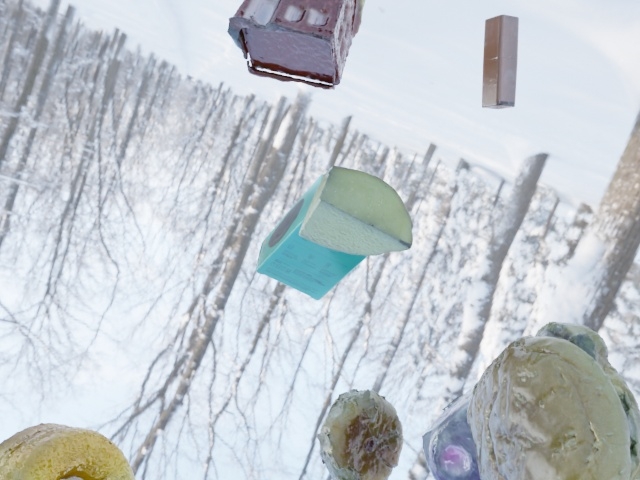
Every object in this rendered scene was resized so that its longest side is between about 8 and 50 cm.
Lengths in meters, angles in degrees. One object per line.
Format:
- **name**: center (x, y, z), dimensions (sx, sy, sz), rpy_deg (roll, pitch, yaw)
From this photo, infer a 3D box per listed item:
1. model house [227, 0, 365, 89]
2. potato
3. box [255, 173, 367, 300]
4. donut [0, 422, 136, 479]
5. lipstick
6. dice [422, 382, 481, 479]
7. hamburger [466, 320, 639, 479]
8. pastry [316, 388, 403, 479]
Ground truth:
- **model house**: center (-0.028, -0.431, 1.091), dimensions (0.196, 0.254, 0.160), rpy_deg (14, 157, 13)
- **potato**: center (0.055, -0.033, 0.863), dimensions (0.149, 0.081, 0.120), rpy_deg (28, 152, -7)
- **box**: center (0.000, 0.000, 1.493), dimensions (0.205, 0.311, 0.118), rpy_deg (25, -137, -22)
- **donut**: center (-0.425, 0.450, 0.980), dimensions (0.110, 0.303, 0.303), rpy_deg (-22, 163, 32)
- **lipstick**: center (0.300, -0.296, 0.984), dimensions (0.045, 0.145, 0.045), rpy_deg (-3, -173, -27)
- **dice**: center (0.404, 0.438, 1.262), dimensions (0.271, 0.270, 0.270), rpy_deg (50, -157, 16)
- **hamburger**: center (0.292, 0.258, 0.772), dimensions (0.134, 0.265, 0.285), rpy_deg (-1, -133, -10)
- **pastry**: center (0.112, 0.509, 1.496), dimensions (0.236, 0.257, 0.121), rpy_deg (-28, -171, -33)
